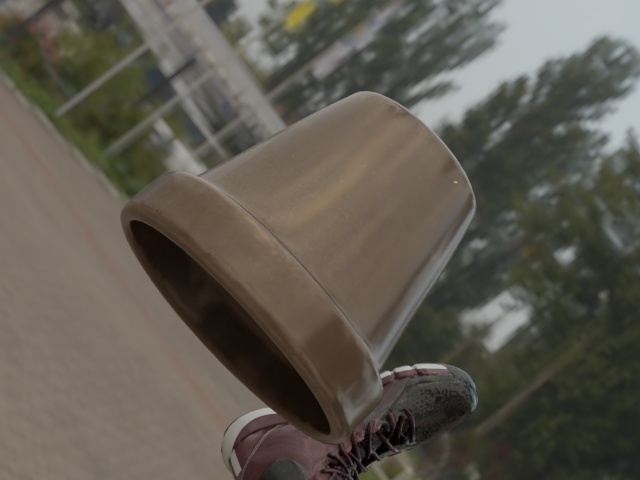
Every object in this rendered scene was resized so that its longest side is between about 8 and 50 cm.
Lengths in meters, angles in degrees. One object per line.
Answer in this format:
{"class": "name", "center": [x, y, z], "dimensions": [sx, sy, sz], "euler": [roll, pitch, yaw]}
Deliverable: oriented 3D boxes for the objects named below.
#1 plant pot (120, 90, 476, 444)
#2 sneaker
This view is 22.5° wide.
{"class": "plant pot", "center": [0.000, 0.000, 1.345], "dimensions": [0.263, 0.229, 0.263], "euler": [42, -16, 15]}
{"class": "sneaker", "center": [0.042, 0.233, 1.672], "dimensions": [0.162, 0.281, 0.106], "euler": [-107, 180, -56]}
